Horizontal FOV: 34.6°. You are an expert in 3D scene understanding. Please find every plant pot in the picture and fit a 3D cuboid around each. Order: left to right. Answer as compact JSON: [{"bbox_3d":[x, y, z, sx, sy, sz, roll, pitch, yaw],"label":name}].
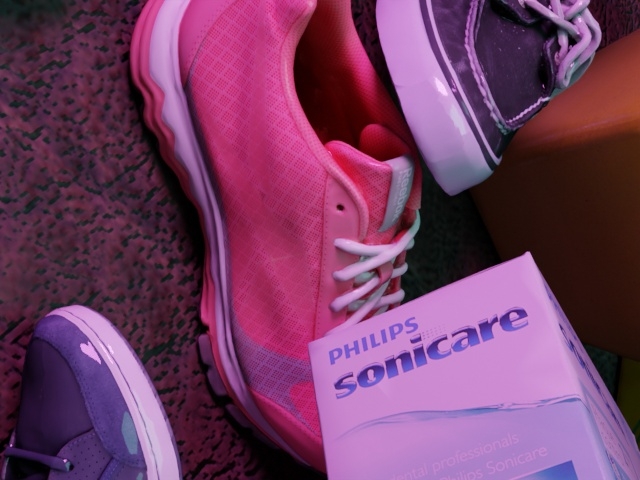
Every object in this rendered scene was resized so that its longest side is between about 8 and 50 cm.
[{"bbox_3d":[0.236,-0.037,0.752,0.212,0.187,0.212,-44,114,-37],"label":"plant pot"}]

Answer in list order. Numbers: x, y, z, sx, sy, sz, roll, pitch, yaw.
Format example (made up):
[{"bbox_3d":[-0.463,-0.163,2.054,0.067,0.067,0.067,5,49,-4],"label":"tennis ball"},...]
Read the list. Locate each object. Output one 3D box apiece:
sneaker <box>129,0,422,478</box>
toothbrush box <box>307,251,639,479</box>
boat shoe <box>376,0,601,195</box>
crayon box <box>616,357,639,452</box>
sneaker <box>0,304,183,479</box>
[{"bbox_3d":[-0.001,0.000,0.556,0.116,0.136,0.313,-31,107,-41],"label":"sneaker"},{"bbox_3d":[0.109,0.191,0.470,0.216,0.126,0.295,51,21,-44],"label":"toothbrush box"},{"bbox_3d":[0.111,-0.127,0.615,0.113,0.105,0.306,64,23,-16],"label":"boat shoe"},{"bbox_3d":[0.336,0.212,0.894,0.203,0.083,0.323,28,68,-39],"label":"crayon box"},{"bbox_3d":[-0.142,0.147,0.439,0.163,0.086,0.226,-7,92,-47],"label":"sneaker"}]
